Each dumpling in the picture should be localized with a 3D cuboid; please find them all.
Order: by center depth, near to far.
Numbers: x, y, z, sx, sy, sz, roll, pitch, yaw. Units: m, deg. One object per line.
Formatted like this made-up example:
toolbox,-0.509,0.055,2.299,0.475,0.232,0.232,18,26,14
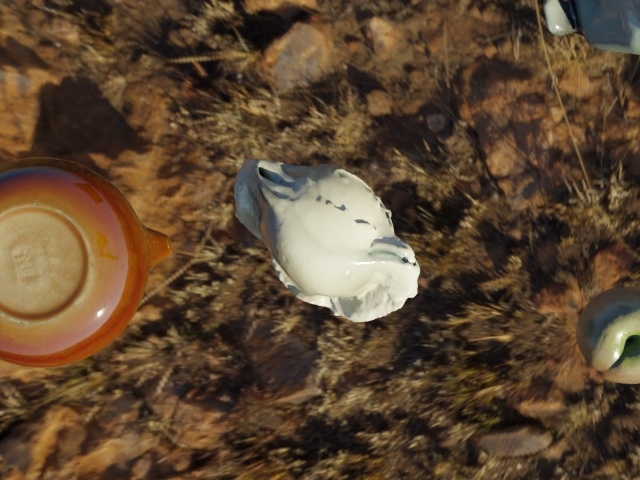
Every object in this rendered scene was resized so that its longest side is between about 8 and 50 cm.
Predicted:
dumpling,0.000,0.000,0.888,0.188,0.127,0.108,35,55,1

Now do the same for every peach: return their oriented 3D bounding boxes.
peach,0.252,0.077,0.828,0.083,0.083,0.083,-1,85,14

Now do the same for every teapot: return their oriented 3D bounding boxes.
teapot,-0.257,0.023,0.879,0.252,0.135,0.178,-8,86,-2

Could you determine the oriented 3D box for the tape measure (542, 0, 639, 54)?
tape measure,0.202,-0.083,0.237,0.164,0.330,0.084,-29,113,-16
